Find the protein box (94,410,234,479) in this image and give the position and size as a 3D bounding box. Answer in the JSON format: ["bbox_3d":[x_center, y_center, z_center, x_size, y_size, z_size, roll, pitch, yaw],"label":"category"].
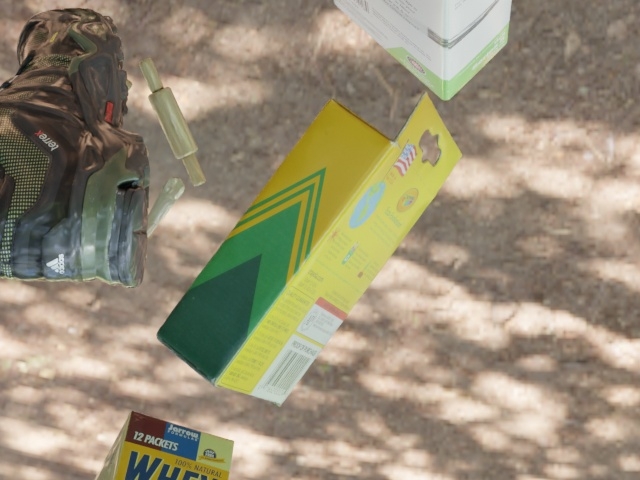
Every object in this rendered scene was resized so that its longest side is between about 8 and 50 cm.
[{"bbox_3d":[-0.211,0.353,1.429,0.136,0.200,0.201,19,137,-13],"label":"protein box"}]

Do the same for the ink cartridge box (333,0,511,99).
[{"bbox_3d":[0.107,-0.303,1.300,0.198,0.115,0.273,45,172,15],"label":"ink cartridge box"}]

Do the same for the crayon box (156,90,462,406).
[{"bbox_3d":[0.000,0.000,1.123,0.081,0.318,0.202,37,178,20],"label":"crayon box"}]

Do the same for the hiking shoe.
[{"bbox_3d":[-0.159,-0.060,0.624,0.114,0.227,0.086,-3,126,-18],"label":"hiking shoe"}]

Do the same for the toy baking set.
[{"bbox_3d":[-0.241,-0.091,1.413,0.196,0.030,0.256,-28,101,1],"label":"toy baking set"}]
